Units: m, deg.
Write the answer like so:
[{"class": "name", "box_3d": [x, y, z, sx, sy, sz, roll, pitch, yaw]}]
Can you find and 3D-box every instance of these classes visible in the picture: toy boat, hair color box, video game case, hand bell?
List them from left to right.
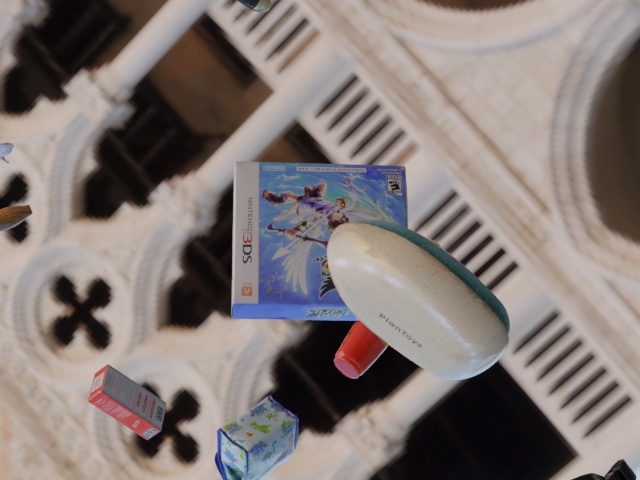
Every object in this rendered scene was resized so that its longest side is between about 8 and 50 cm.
[{"class": "hand bell", "box_3d": [-0.641, -0.012, 2.724, 0.126, 0.242, 0.126, 159, 90, -78]}, {"class": "hair color box", "box_3d": [-0.349, 0.292, 2.704, 0.141, 0.043, 0.072, 38, -145, -25]}, {"class": "video game case", "box_3d": [0.000, 0.000, 2.275, 0.061, 0.269, 0.244, 99, 171, -63]}, {"class": "toy boat", "box_3d": [0.112, 0.080, 1.980, 0.267, 0.318, 0.148, 40, -117, -1]}]

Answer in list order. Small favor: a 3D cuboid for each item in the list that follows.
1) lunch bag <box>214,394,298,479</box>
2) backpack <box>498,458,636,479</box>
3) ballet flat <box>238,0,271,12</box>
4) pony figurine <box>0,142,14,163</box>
[{"class": "lunch bag", "box_3d": [-0.110, 0.364, 2.596, 0.129, 0.151, 0.096, -31, -131, -31]}, {"class": "backpack", "box_3d": [0.171, 0.353, 1.469, 0.213, 0.263, 0.277, 95, -178, -72]}, {"class": "ballet flat", "box_3d": [-0.122, -0.368, 1.988, 0.173, 0.049, 0.057, 43, -157, -28]}, {"class": "pony figurine", "box_3d": [-0.435, -0.274, 1.513, 0.351, 0.363, 0.303, 45, -172, 31]}]
